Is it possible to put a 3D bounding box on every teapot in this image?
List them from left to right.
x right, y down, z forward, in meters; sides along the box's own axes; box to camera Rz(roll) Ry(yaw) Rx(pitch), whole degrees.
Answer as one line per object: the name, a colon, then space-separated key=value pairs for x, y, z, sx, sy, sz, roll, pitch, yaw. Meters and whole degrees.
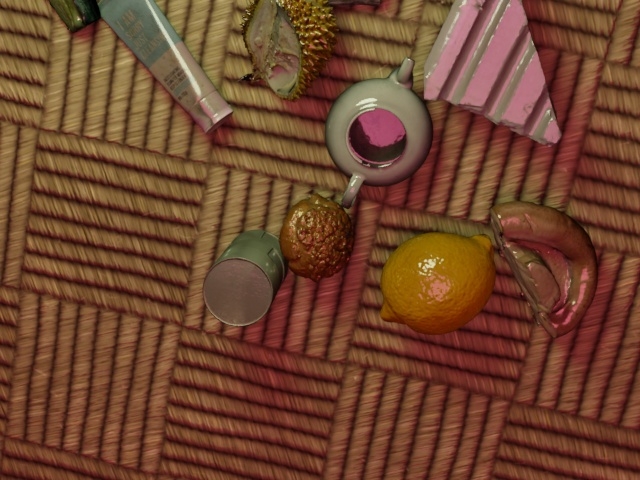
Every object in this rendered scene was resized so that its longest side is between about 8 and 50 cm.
teapot: x=0.102 y=-0.188 z=1.672 sx=0.193 sy=0.129 sz=0.294 roll=24 pitch=106 yaw=1

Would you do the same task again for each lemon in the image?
lemon: x=0.210 y=0.074 z=1.702 sx=0.244 sy=0.187 sz=0.187 roll=-33 pitch=99 yaw=8

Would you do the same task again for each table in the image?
table: x=-0.131 y=0.063 z=1.718 sx=0.126 sy=0.220 sz=0.126 roll=1 pitch=103 yaw=6

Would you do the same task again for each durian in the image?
durian: x=-0.049 y=-0.350 z=1.652 sx=0.193 sy=0.138 sz=0.237 roll=56 pitch=146 yaw=-1

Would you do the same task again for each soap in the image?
soap: x=0.337 y=-0.342 z=1.589 sx=0.258 sy=0.159 sz=0.302 roll=25 pitch=108 yaw=3

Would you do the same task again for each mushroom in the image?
mushroom: x=0.415 y=0.029 z=1.691 sx=0.151 sy=0.156 sz=0.285 roll=-29 pitch=112 yaw=1

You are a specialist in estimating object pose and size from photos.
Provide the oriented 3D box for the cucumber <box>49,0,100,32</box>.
cucumber: x=-0.459 y=-0.472 z=1.689 sx=0.115 sy=0.086 sz=0.193 roll=-5 pitch=112 yaw=53

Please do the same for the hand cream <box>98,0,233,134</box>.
hand cream: x=-0.279 y=-0.336 z=1.711 sx=0.111 sy=0.070 sz=0.312 roll=-39 pitch=93 yaw=22

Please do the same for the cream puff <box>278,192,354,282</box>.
cream puff: x=0.000 y=0.000 z=1.720 sx=0.115 sy=0.165 sz=0.150 roll=21 pitch=81 yaw=33

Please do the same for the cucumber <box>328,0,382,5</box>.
cucumber: x=0.061 y=-0.441 z=1.649 sx=0.112 sy=0.064 sz=0.064 roll=2 pitch=105 yaw=4
